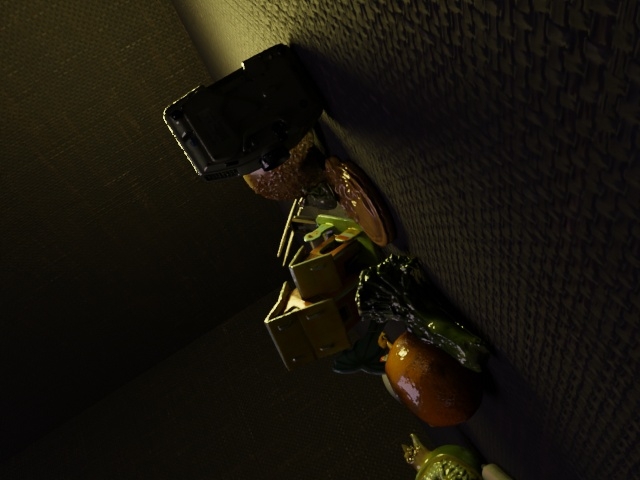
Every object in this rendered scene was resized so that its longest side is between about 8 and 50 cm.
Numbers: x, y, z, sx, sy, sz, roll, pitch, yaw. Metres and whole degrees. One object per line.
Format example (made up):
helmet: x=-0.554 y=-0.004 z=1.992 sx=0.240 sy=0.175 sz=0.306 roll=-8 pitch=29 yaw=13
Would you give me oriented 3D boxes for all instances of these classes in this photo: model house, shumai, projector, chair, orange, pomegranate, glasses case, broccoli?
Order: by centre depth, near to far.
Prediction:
projector: x=-0.132 y=-0.225 z=0.931 sx=0.194 sy=0.269 sz=0.088 roll=57 pitch=174 yaw=2
broccoli: x=0.193 y=0.147 z=0.948 sx=0.304 sy=0.145 sz=0.165 roll=33 pitch=161 yaw=47
orange: x=0.233 y=0.287 z=1.043 sx=0.224 sy=0.170 sz=0.224 roll=59 pitch=176 yaw=7
shumai: x=-0.010 y=-0.093 z=1.146 sx=0.083 sy=0.080 sz=0.082 roll=59 pitch=180 yaw=44
model house: x=0.033 y=0.154 z=1.213 sx=0.340 sy=0.323 sz=0.301 roll=14 pitch=133 yaw=51
pomegranate: x=0.417 y=0.796 z=1.679 sx=0.340 sy=0.260 sz=0.260 roll=44 pitch=170 yaw=21
chair: x=-0.033 y=-0.043 z=1.706 sx=0.188 sy=0.166 sz=0.273 roll=79 pitch=-159 yaw=-77
glasses case: x=0.000 y=0.000 z=1.944 sx=0.050 sy=0.083 sz=0.196 roll=53 pitch=174 yaw=27

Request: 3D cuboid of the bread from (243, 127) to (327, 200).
bread: x=-0.093 y=-0.185 z=1.202 sx=0.171 sy=0.192 sz=0.314 roll=58 pitch=174 yaw=11

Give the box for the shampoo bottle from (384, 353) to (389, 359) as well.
shampoo bottle: x=0.302 y=0.491 z=1.899 sx=0.071 sy=0.098 sz=0.309 roll=54 pitch=175 yaw=-9

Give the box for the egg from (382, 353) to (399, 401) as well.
egg: x=0.278 y=0.441 z=1.588 sx=0.199 sy=0.146 sz=0.146 roll=57 pitch=174 yaw=17

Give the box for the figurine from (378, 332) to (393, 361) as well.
figurine: x=0.233 y=0.479 z=2.089 sx=0.122 sy=0.176 sz=0.121 roll=40 pitch=168 yaw=32

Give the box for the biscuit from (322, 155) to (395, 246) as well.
biscuit: x=0.073 y=-0.090 z=1.075 sx=0.202 sy=0.044 sz=0.289 roll=62 pitch=171 yaw=-32

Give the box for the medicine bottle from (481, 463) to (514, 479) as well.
medicine bottle: x=0.495 y=0.670 z=1.409 sx=0.058 sy=0.057 sz=0.199 roll=58 pitch=174 yaw=2
